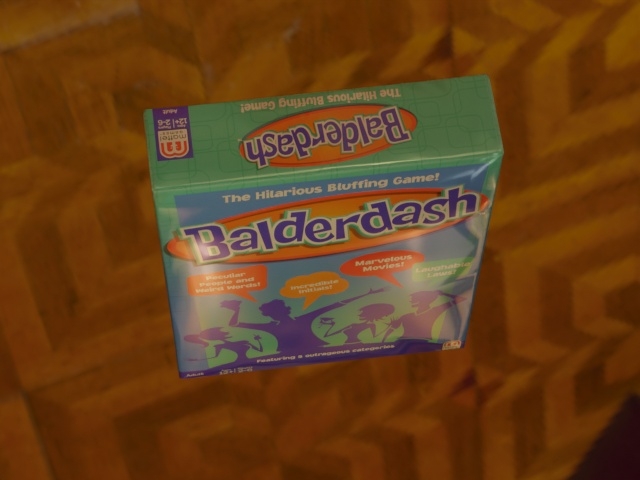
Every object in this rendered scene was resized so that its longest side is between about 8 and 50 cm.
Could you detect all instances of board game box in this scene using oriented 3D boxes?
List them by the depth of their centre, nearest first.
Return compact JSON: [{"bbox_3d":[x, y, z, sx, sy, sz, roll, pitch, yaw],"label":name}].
[{"bbox_3d":[0.000,0.000,0.871,0.160,0.047,0.210,-6,152,-3],"label":"board game box"}]
